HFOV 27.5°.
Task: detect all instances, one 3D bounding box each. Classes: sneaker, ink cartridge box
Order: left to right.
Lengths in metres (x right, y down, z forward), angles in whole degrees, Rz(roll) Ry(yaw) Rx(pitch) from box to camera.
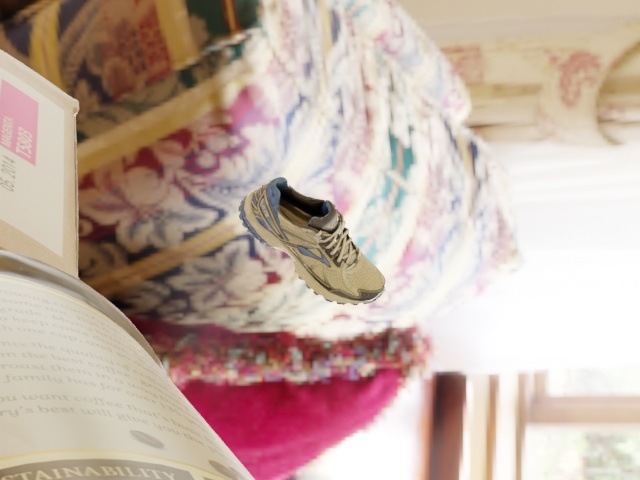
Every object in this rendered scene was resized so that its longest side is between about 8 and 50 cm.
[{"bbox_3d":[-0.215,0.018,0.678,0.088,0.193,0.235,35,17,-25],"label":"ink cartridge box"},{"bbox_3d":[0.000,0.000,1.033,0.135,0.058,0.052,36,47,-8],"label":"sneaker"}]

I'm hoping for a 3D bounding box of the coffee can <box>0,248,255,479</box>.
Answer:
[{"bbox_3d":[-0.081,0.139,0.344,0.201,0.275,0.201,-10,114,-25],"label":"coffee can"}]
